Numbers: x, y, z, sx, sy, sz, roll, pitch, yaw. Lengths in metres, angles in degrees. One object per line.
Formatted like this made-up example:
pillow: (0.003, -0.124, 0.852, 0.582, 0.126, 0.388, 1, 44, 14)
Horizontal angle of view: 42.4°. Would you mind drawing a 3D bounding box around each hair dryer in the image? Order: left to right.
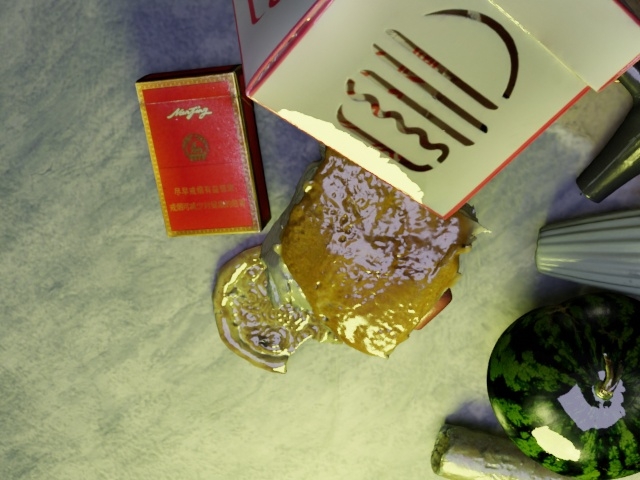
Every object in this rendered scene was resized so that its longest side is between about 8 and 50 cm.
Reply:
hair dryer: (0.361, -0.202, 1.074, 0.272, 0.091, 0.235, 46, 124, 6)

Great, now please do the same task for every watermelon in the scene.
watermelon: (0.362, 0.198, 1.122, 0.269, 0.269, 0.269, 4, 112, 10)

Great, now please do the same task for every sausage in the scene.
sausage: (0.151, 0.092, 1.225, 0.054, 0.059, 0.094, 46, 118, 5)

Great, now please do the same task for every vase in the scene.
vase: (0.416, 0.015, 1.108, 0.248, 0.128, 0.128, 1, 111, 22)

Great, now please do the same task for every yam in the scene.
yam: (0.302, 0.350, 1.276, 0.259, 0.093, 0.093, 12, 113, 8)

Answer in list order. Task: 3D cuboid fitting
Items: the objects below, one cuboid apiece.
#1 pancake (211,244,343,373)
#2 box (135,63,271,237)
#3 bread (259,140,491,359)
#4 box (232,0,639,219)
pancake: (-0.064, 0.104, 1.293, 0.235, 0.029, 0.212, -36, 99, 20)
box: (-0.167, -0.128, 1.204, 0.153, 0.074, 0.240, -2, 111, 17)
bread: (0.052, 0.007, 1.115, 0.250, 0.225, 0.279, 33, 106, -3)
box: (0.107, -0.267, 0.908, 0.314, 0.312, 0.300, 28, 121, -31)
